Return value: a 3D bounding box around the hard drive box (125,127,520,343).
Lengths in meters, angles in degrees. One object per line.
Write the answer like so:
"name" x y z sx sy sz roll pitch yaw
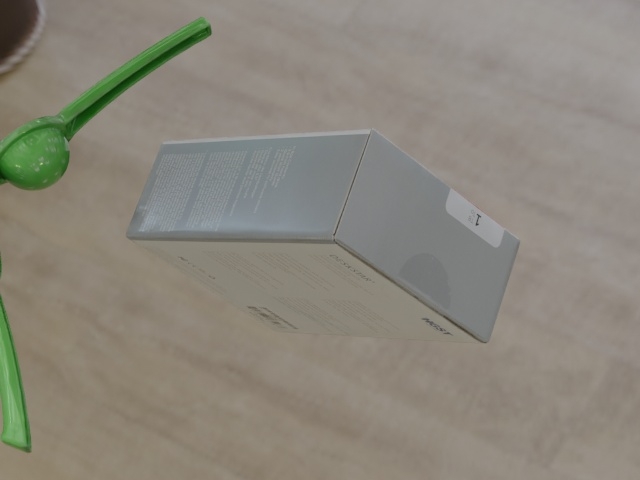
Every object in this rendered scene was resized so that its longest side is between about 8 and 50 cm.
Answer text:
"hard drive box" 0.000 0.000 1.244 0.232 0.181 0.089 2 65 45

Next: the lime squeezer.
"lime squeezer" -0.174 -0.028 1.039 0.110 0.059 0.310 10 64 26
